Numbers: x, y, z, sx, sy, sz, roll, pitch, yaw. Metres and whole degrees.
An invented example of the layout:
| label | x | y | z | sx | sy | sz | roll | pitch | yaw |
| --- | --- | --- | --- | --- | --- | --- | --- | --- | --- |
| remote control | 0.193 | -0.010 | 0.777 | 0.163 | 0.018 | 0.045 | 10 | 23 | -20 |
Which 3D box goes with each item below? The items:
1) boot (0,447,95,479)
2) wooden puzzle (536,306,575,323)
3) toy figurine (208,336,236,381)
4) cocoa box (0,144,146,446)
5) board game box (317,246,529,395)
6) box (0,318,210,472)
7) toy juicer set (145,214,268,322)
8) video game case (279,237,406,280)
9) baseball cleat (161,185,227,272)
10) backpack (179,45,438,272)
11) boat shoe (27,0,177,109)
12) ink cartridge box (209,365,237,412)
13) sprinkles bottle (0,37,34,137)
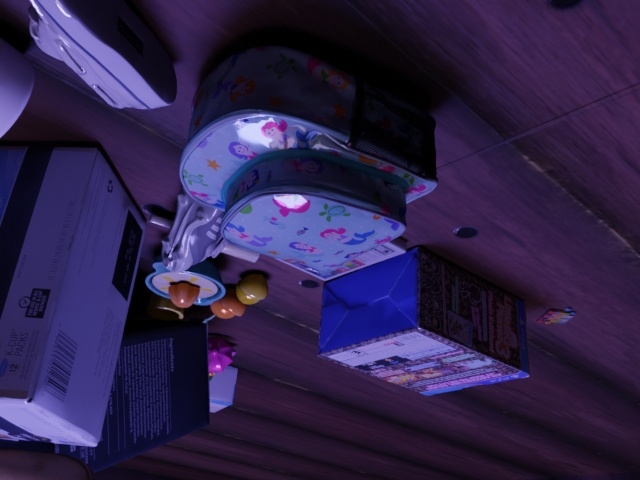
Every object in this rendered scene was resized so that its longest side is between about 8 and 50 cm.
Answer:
| label | x | y | z | sx | sy | sz | roll | pitch | yaw |
| --- | --- | --- | --- | --- | --- | --- | --- | --- | --- |
| boot | -0.441 | 0.286 | 0.920 | 0.236 | 0.089 | 0.269 | 4 | 153 | 5 |
| wooden puzzle | 0.438 | 0.141 | 1.345 | 0.049 | 0.006 | 0.083 | 7 | 153 | -4 |
| toy figurine | -0.250 | 0.271 | 1.618 | 0.159 | 0.130 | 0.173 | -27 | 162 | 31 |
| cocoa box | -0.404 | 0.073 | 0.974 | 0.227 | 0.347 | 0.231 | 2 | 153 | 6 |
| board game box | 0.180 | 0.153 | 1.261 | 0.291 | 0.141 | 0.232 | 26 | 146 | -35 |
| box | -0.429 | 0.262 | 1.295 | 0.293 | 0.212 | 0.395 | -2 | 180 | 27 |
| toy juicer set | -0.190 | 0.075 | 1.228 | 0.209 | 0.090 | 0.329 | 9 | 152 | -8 |
| video game case | 0.000 | 0.000 | 1.125 | 0.201 | 0.023 | 0.183 | 26 | 146 | -37 |
| baseball cleat | -0.162 | -0.037 | 1.044 | 0.109 | 0.072 | 0.206 | -22 | 158 | -47 |
| backpack | -0.025 | -0.086 | 0.799 | 0.253 | 0.191 | 0.225 | 26 | 147 | -26 |
| boat shoe | -0.231 | -0.203 | 0.688 | 0.084 | 0.095 | 0.258 | -9 | 149 | 16 |
| ink cartridge box | -0.279 | 0.368 | 1.808 | 0.089 | 0.092 | 0.143 | 19 | 149 | -24 |
| sprinkles bottle | -0.441 | -0.219 | 0.659 | 0.121 | 0.121 | 0.355 | -13 | 148 | 31 |
